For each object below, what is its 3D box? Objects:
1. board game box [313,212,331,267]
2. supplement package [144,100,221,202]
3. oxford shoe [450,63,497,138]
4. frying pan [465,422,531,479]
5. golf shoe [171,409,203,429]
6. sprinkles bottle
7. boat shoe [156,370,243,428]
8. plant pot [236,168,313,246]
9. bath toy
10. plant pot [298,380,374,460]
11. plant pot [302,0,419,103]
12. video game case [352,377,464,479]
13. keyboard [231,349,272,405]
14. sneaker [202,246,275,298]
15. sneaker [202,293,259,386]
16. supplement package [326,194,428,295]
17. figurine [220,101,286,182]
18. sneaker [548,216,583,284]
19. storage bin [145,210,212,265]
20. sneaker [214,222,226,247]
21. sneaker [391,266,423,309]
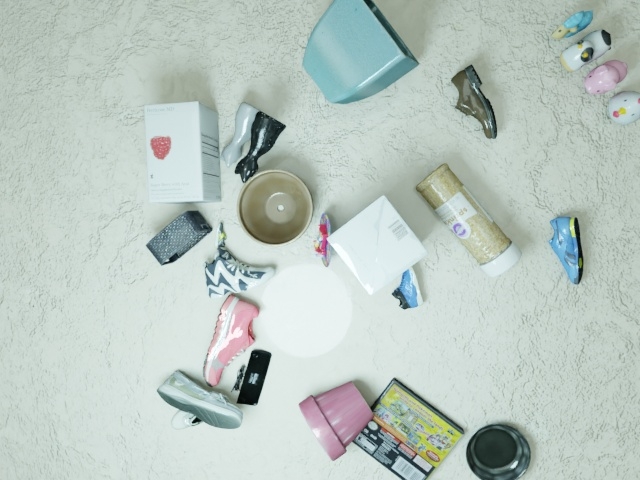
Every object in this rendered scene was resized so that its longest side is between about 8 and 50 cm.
[{"bbox_3d":[0.000,0.000,1.498,0.033,0.133,0.169,-3,94,-13],"label":"board game box"},{"bbox_3d":[-0.424,-0.264,1.513,0.177,0.175,0.293,-2,93,8],"label":"supplement package"},{"bbox_3d":[0.460,-0.399,1.459,0.096,0.082,0.227,-25,90,27],"label":"oxford shoe"},{"bbox_3d":[0.590,0.710,1.513,0.197,0.053,0.326,-39,90,7],"label":"frying pan"},{"bbox_3d":[-0.428,0.585,1.611,0.176,0.086,0.069,-27,92,9],"label":"golf shoe"},{"bbox_3d":[0.439,-0.060,1.451,0.121,0.121,0.355,-40,88,7],"label":"sprinkles bottle"},{"bbox_3d":[-0.374,0.502,1.546,0.320,0.103,0.118,9,135,28],"label":"boat shoe"},{"bbox_3d":[-0.133,-0.101,1.522,0.237,0.110,0.238,0,94,8],"label":"plant pot"},{"bbox_3d":[0.802,-0.481,1.379,0.151,0.129,0.348,-35,90,7],"label":"bath toy"},{"bbox_3d":[0.058,0.541,1.506,0.180,0.201,0.201,-32,89,-9],"label":"plant pot"},{"bbox_3d":[0.097,-0.534,1.412,0.252,0.247,0.248,-37,89,25],"label":"plant pot"},{"bbox_3d":[0.272,0.619,1.554,0.274,0.035,0.248,36,97,4],"label":"video game case"},{"bbox_3d":[-0.233,0.449,1.612,0.100,0.038,0.192,16,94,-18],"label":"keyboard"},{"bbox_3d":[-0.272,0.084,1.556,0.234,0.094,0.153,-16,100,18],"label":"sneaker"},{"bbox_3d":[-0.284,0.338,1.565,0.136,0.116,0.314,17,98,-1],"label":"sneaker"},{"bbox_3d":[0.164,0.006,1.415,0.198,0.262,0.199,-38,89,7],"label":"supplement package"},{"bbox_3d":[-0.226,-0.302,1.496,0.092,0.215,0.210,21,103,-40],"label":"figurine"},{"bbox_3d":[0.734,0.030,1.457,0.082,0.069,0.210,-5,103,40],"label":"sneaker"},{"bbox_3d":[-0.451,-0.010,1.559,0.180,0.122,0.084,-38,89,7],"label":"storage bin"},{"bbox_3d":[-0.324,-0.017,1.593,0.035,0.031,0.084,9,99,-7],"label":"sneaker"},{"bbox_3d":[0.258,0.142,1.515,0.084,0.058,0.152,-18,98,-1],"label":"sneaker"}]
